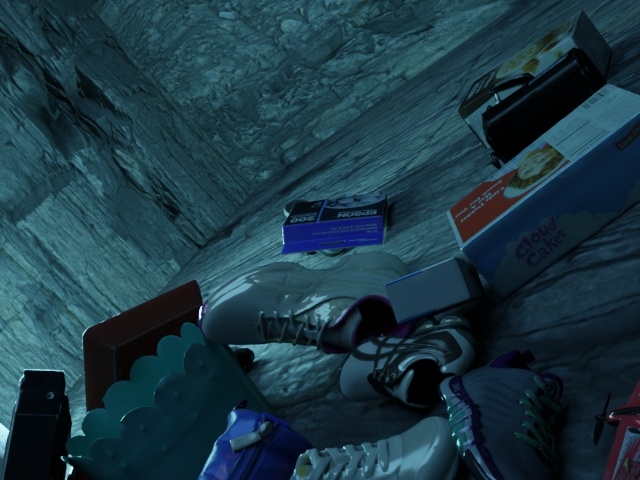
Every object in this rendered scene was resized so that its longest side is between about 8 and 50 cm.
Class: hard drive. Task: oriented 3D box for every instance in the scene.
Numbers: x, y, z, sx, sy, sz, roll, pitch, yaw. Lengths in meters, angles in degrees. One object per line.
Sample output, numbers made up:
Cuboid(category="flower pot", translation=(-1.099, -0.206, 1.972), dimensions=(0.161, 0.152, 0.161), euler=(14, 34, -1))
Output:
Cuboid(category="hard drive", translation=(-0.399, 0.378, 0.986), dimensions=(0.237, 0.064, 0.338), euler=(114, 156, -56))

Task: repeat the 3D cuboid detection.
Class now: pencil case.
Cuboid(category="pencil case", translation=(-0.108, 0.309, 0.735), dimensions=(0.306, 0.119, 0.133), euler=(-55, -24, -43))

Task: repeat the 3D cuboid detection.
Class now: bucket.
Cuboid(category="bucket", translation=(-0.213, 0.272, 1.057), dimensions=(0.281, 0.183, 0.281), euler=(-39, 12, 10))

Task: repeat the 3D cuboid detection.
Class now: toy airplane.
Cuboid(category="toy airplane", translation=(0.253, 0.122, 0.492), dimensions=(0.151, 0.028, 0.151), euler=(-40, 14, 12))

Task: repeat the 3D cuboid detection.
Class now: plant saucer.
Cuboid(category="plant saucer", translation=(-0.293, 0.228, 1.260), dimensions=(0.048, 0.258, 0.259), euler=(20, 27, 30))

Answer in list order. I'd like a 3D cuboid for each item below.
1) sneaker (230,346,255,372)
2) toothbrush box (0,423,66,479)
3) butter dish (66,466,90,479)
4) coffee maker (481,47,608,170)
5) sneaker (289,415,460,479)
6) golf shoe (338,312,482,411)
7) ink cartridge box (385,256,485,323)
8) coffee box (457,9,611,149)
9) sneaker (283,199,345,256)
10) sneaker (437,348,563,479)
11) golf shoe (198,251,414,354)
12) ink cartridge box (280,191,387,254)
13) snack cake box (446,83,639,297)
Cuboid(category="sneaker", translation=(-0.186, 0.252, 1.305), dimensions=(0.077, 0.072, 0.178), euler=(-25, 22, 49))
Cuboid(category="toothbrush box", translation=(-0.576, 0.470, 1.239), dimensions=(0.216, 0.295, 0.126), euler=(-43, 12, -8))
Cuboid(category="butter dish", translation=(-0.344, 0.419, 1.145), dimensions=(0.160, 0.118, 0.160), euler=(-139, 54, -78))
Cuboid(category="coffee maker", translation=(0.353, -0.194, 1.109), dimensions=(0.178, 0.120, 0.171), euler=(-35, 37, 34))
Cuboid(category="sneaker", translation=(0.028, 0.231, 0.664), dimensions=(0.229, 0.092, 0.087), euler=(-39, 11, 11))
Cuboid(category="golf shoe", translation=(0.085, 0.150, 0.804), dimensions=(0.198, 0.077, 0.094), euler=(-34, 15, 36))
Cuboid(category="ink cartridge box", translation=(0.139, 0.059, 0.850), dimensions=(0.089, 0.052, 0.122), euler=(-23, -12, 18))
Cuboid(category="coffee box", translation=(0.387, -0.289, 1.305), dimensions=(0.247, 0.098, 0.141), euler=(-31, 16, 41))
Cuboid(category="sneaker", translation=(0.000, 0.000, 1.605), dimensions=(0.083, 0.118, 0.222), euler=(-25, 37, -16))
Cuboid(category="sneaker", translation=(0.160, 0.146, 0.581), dimensions=(0.098, 0.083, 0.223), euler=(-36, 12, 7))
Cuboid(category="golf shoe", translation=(-0.014, 0.098, 0.979), dimensions=(0.306, 0.115, 0.140), euler=(-12, 33, -4))
Cuboid(category="ink cartridge box", translation=(0.030, -0.038, 1.465), dimensions=(0.207, 0.045, 0.208), euler=(-6, 22, 10))
Cuboid(category="snack cake box", translation=(0.289, -0.064, 0.871), dimensions=(0.264, 0.089, 0.152), euler=(-39, 15, 15))
